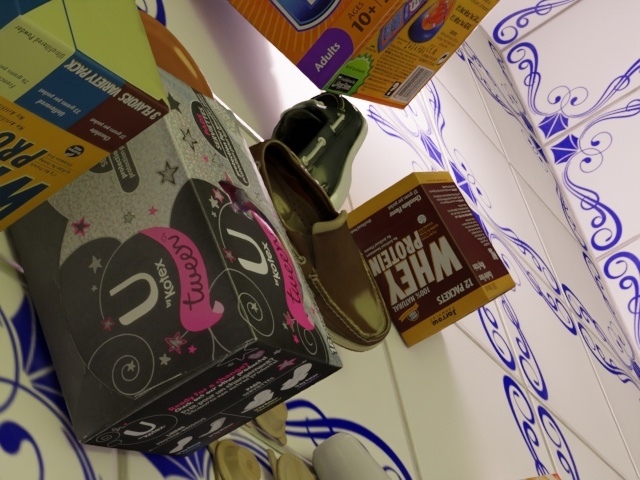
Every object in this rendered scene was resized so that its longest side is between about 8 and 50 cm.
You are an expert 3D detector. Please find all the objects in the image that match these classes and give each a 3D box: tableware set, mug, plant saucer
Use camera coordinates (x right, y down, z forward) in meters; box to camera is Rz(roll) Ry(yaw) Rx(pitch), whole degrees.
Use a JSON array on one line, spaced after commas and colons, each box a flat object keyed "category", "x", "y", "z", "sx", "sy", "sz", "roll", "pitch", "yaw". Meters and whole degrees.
[{"category": "tableware set", "x": -0.056, "y": 0.173, "z": 1.015, "sx": 0.169, "sy": 0.020, "sz": 0.141, "roll": 34, "pitch": 31, "yaw": -49}, {"category": "mug", "x": 0.021, "y": 0.220, "z": 1.097, "sx": 0.062, "sy": 0.078, "sz": 0.064, "roll": -19, "pitch": 65, "yaw": -38}, {"category": "plant saucer", "x": -0.171, "y": -0.172, "z": 1.241, "sx": 0.200, "sy": 0.037, "sz": 0.200, "roll": 49, "pitch": 21, "yaw": -26}]

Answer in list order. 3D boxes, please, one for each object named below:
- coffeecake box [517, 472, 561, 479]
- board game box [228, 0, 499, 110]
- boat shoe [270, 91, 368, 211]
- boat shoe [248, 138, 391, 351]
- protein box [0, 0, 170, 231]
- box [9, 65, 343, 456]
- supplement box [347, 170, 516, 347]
[{"category": "coffeecake box", "x": 0.280, "y": 0.373, "z": 1.459, "sx": 0.185, "sy": 0.068, "sz": 0.142, "roll": 17, "pitch": 44, "yaw": -63}, {"category": "board game box", "x": 0.056, "y": -0.438, "z": 1.606, "sx": 0.356, "sy": 0.356, "sz": 0.356, "roll": 46, "pitch": 16, "yaw": 14}, {"category": "boat shoe", "x": -0.010, "y": -0.127, "z": 1.452, "sx": 0.091, "sy": 0.114, "sz": 0.302, "roll": 56, "pitch": 17, "yaw": -25}, {"category": "boat shoe", "x": -0.006, "y": 0.004, "z": 1.252, "sx": 0.095, "sy": 0.095, "sz": 0.257, "roll": -37, "pitch": 88, "yaw": -34}, {"category": "protein box", "x": -0.237, "y": -0.129, "z": 0.755, "sx": 0.136, "sy": 0.201, "sz": 0.199, "roll": 30, "pitch": 33, "yaw": -54}, {"category": "box", "x": -0.118, "y": 0.016, "z": 0.881, "sx": 0.142, "sy": 0.163, "sz": 0.247, "roll": 25, "pitch": 37, "yaw": -60}, {"category": "supplement box", "x": 0.148, "y": 0.020, "z": 1.588, "sx": 0.194, "sy": 0.129, "sz": 0.191, "roll": 60, "pitch": 19, "yaw": 7}]
